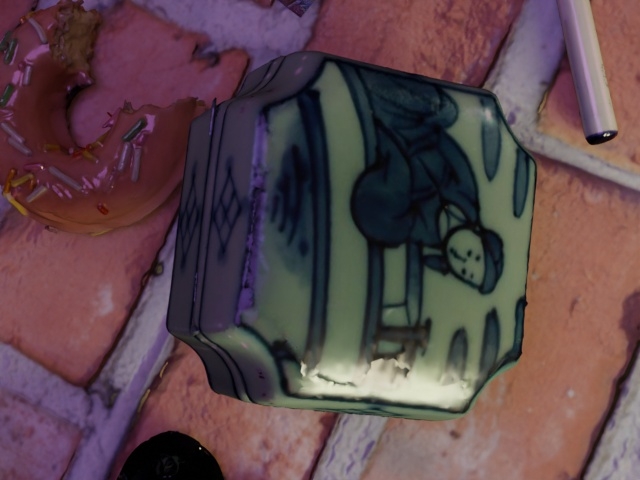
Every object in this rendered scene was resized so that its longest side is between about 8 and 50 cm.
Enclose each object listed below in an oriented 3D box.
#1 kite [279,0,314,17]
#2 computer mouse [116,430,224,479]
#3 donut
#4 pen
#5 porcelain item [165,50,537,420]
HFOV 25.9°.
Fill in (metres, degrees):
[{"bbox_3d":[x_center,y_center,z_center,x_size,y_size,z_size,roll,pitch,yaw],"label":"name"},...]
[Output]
[{"bbox_3d":[-0.006,-0.230,1.320,0.078,0.002,0.044,20,88,17],"label":"kite"},{"bbox_3d":[-0.146,0.290,1.248,0.147,0.077,0.241,1,83,16],"label":"computer mouse"},{"bbox_3d":[-0.237,-0.110,1.321,0.233,0.085,0.199,39,94,17],"label":"donut"},{"bbox_3d":[0.226,-0.217,1.244,0.033,0.033,0.269,-12,80,13],"label":"pen"},{"bbox_3d":[0.029,0.001,1.132,0.286,0.157,0.281,11,83,-27],"label":"porcelain item"}]
